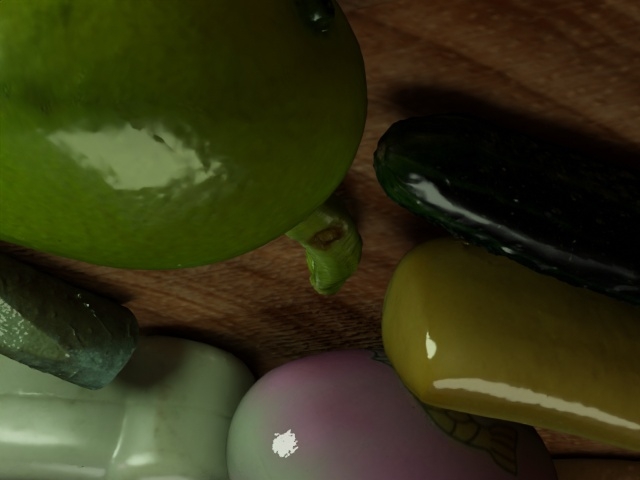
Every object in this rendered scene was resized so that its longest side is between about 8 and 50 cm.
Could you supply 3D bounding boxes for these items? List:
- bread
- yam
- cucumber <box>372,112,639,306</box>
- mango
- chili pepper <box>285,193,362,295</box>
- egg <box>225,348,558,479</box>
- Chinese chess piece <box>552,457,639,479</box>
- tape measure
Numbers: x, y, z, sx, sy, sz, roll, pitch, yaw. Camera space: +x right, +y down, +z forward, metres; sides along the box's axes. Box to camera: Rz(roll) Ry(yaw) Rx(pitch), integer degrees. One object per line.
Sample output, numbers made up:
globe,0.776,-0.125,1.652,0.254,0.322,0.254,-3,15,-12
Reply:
bread,0.146,0.055,1.124,0.217,0.147,0.098,11,115,-10
yam,-0.198,0.048,1.262,0.068,0.068,0.169,-14,152,39
cucumber,0.132,-0.014,1.029,0.241,0.074,0.074,18,155,-24
mango,-0.114,-0.071,0.852,0.273,0.149,0.185,8,160,6
chili pepper,0.001,0.000,1.133,0.049,0.043,0.208,-11,155,7
egg,0.052,0.177,1.343,0.196,0.196,0.271,-16,159,42
Chinese chess piece,0.245,0.270,1.644,0.257,0.104,0.257,5,158,2
tape measure,-0.144,0.166,1.457,0.265,0.130,0.258,2,160,9
